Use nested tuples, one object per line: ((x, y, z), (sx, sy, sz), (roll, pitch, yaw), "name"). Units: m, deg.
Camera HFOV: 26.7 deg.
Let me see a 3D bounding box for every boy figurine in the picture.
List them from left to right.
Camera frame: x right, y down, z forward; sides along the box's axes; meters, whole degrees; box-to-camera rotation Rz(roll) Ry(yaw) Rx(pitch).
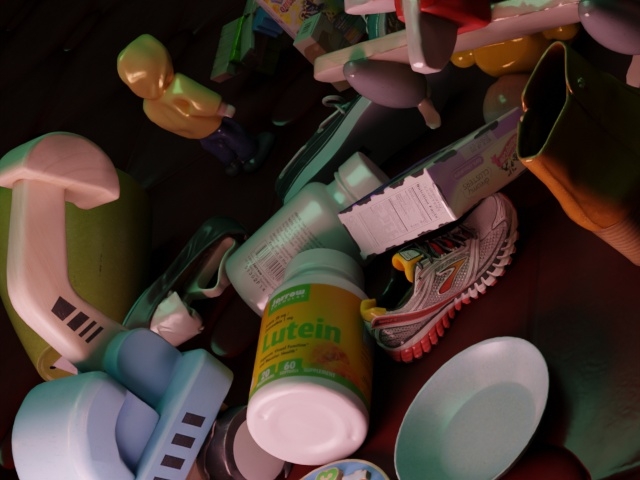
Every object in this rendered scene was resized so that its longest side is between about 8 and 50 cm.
((-0.214, -0.214, 2.161), (0.177, 0.285, 0.092), (-10, 46, 55), "boy figurine")

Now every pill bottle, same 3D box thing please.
((-0.005, 0.126, 1.568), (0.136, 0.136, 0.245), (-32, 31, 29), "pill bottle")
((0.000, 0.000, 1.733), (0.229, 0.131, 0.131), (-43, 27, 10), "pill bottle")

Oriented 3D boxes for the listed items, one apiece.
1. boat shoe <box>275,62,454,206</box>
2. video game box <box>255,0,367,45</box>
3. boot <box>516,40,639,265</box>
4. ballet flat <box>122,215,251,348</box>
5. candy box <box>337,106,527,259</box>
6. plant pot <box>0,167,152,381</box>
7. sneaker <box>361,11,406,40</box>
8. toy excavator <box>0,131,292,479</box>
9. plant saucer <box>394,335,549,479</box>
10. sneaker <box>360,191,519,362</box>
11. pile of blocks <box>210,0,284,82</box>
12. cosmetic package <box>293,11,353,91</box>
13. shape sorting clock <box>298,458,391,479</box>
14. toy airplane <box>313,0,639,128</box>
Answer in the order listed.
((0.054, -0.153, 1.876), (0.306, 0.113, 0.105), (-51, 40, 16), "boat shoe")
((0.017, -0.410, 2.185), (0.205, 0.187, 0.048), (-52, 27, -6), "video game box")
((0.306, -0.140, 1.379), (0.104, 0.211, 0.295), (-16, 41, 45), "boot")
((-0.196, 0.078, 1.966), (0.096, 0.095, 0.280), (14, 65, 47), "ballet flat")
((0.140, -0.064, 1.568), (0.165, 0.070, 0.196), (-33, 3, -33), "candy box")
((-0.381, 0.073, 2.094), (0.275, 0.275, 0.293), (-36, 45, 23), "plant pot")
((0.110, -0.347, 2.066), (0.121, 0.108, 0.302), (-30, 24, 33), "sneaker")
((-0.251, 0.154, 1.552), (0.222, 0.445, 0.433), (-13, 43, 48), "toy excavator")
((0.160, 0.186, 1.357), (0.195, 0.037, 0.195), (-36, 30, 24), "plant saucer")
((0.137, 0.032, 1.531), (0.225, 0.093, 0.088), (-49, 25, -5), "sneaker")
((-0.064, -0.375, 2.321), (0.362, 0.113, 0.149), (-44, 36, 49), "pile of blocks")
((0.016, -0.294, 2.113), (0.041, 0.115, 0.060), (-19, 40, 42), "cosmetic package")
((-0.004, 0.319, 1.421), (0.206, 0.040, 0.206), (-35, 30, 24), "shape sorting clock")
((0.206, -0.242, 1.600), (0.384, 0.272, 0.386), (-18, 10, -9), "toy airplane")
